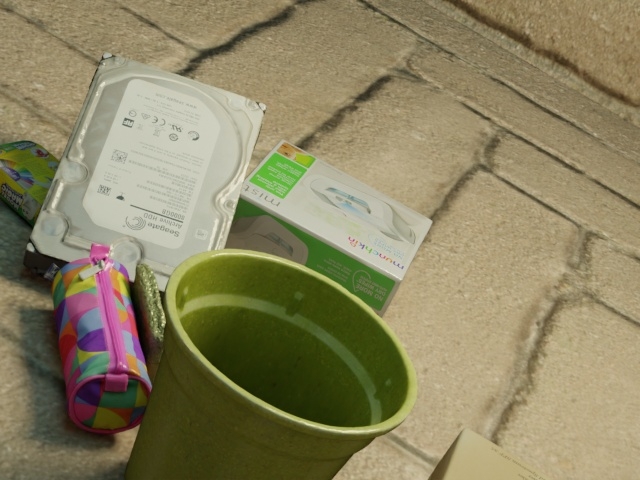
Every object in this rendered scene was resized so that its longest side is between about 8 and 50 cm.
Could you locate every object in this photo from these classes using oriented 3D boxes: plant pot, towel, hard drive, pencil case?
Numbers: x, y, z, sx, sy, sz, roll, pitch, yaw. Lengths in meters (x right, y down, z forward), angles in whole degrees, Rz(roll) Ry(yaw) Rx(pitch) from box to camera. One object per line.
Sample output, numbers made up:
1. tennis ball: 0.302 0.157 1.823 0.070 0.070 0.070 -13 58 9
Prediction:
1. plant pot: -0.079 0.191 1.424 0.276 0.254 0.276 22 28 -13
2. towel: -0.202 0.106 1.614 0.027 0.110 0.148 1 35 -17
3. hard drive: -0.220 -0.075 1.782 0.236 0.064 0.339 18 55 -5
4. pencil case: -0.252 0.111 1.570 0.104 0.104 0.236 13 32 -27

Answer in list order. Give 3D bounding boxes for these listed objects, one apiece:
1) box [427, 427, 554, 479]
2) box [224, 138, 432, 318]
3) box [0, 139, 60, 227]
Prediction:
1. box: 0.159 0.354 1.507 0.148 0.121 0.311 31 27 3
2. box: 0.000 0.000 1.966 0.262 0.127 0.231 29 26 4
3. box: -0.371 -0.068 1.830 0.179 0.043 0.105 42 30 19
